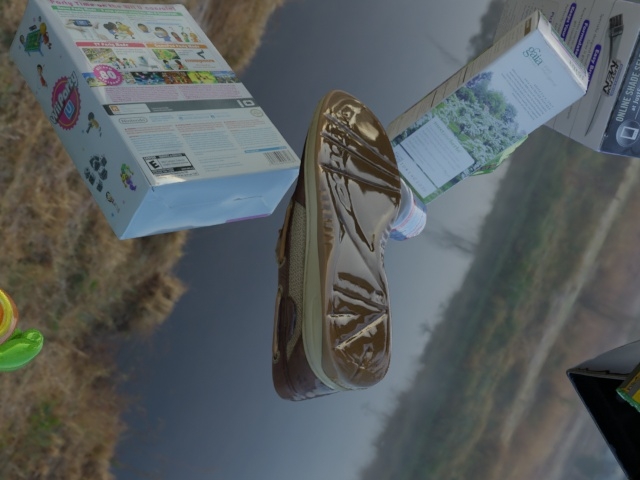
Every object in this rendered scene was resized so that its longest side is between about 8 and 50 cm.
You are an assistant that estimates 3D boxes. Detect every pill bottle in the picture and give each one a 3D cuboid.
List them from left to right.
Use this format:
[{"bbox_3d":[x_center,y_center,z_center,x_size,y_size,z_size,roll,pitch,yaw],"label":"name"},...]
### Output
[{"bbox_3d":[0.111,-0.046,1.355,0.087,0.087,0.160,-64,160,0],"label":"pill bottle"}]

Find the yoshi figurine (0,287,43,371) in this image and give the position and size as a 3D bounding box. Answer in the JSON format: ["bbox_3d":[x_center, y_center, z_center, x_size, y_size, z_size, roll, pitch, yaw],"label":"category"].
[{"bbox_3d":[-0.389,0.079,0.915,0.203,0.203,0.362,-11,167,-25],"label":"yoshi figurine"}]

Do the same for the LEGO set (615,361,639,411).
[{"bbox_3d":[0.443,0.159,0.811,0.192,0.255,0.331,-50,126,1],"label":"LEGO set"}]

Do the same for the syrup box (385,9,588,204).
[{"bbox_3d":[0.190,-0.155,1.071,0.237,0.093,0.096,-37,-167,26],"label":"syrup box"}]

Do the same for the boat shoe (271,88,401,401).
[{"bbox_3d":[0.000,0.000,0.917,0.123,0.123,0.342,26,51,-36],"label":"boat shoe"}]

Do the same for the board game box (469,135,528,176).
[{"bbox_3d":[0.338,-0.181,1.924,0.259,0.124,0.039,110,-31,-74],"label":"board game box"}]

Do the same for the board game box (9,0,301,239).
[{"bbox_3d":[-0.198,-0.156,1.084,0.224,0.303,0.097,-10,147,-45],"label":"board game box"}]

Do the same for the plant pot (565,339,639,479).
[{"bbox_3d":[0.469,0.210,1.187,0.167,0.188,0.187,-32,-179,-12],"label":"plant pot"}]

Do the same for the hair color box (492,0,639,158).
[{"bbox_3d":[0.361,-0.248,1.256,0.339,0.110,0.185,-125,-133,-63],"label":"hair color box"}]
